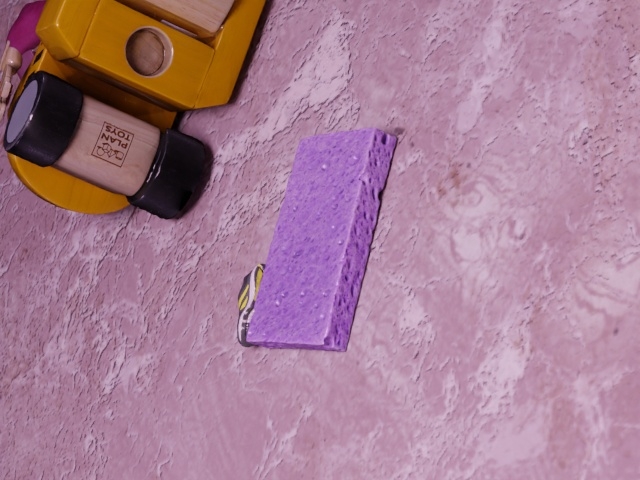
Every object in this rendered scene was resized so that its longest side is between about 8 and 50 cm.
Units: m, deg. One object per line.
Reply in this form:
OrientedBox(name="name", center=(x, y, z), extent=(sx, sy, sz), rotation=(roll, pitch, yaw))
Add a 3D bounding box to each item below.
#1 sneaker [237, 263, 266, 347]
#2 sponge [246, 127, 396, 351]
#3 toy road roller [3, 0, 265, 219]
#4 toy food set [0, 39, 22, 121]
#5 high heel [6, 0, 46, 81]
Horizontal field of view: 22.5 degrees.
OrientedBox(name="sneaker", center=(-0.064, 0.065, 1.539), extent=(0.035, 0.031, 0.083), rotation=(-28, 44, 58))
OrientedBox(name="sponge", center=(0.000, 0.000, 1.491), extent=(0.117, 0.031, 0.210), rotation=(-5, 66, 50))
OrientedBox(name="toy road roller", center=(-0.226, -0.190, 1.756), extent=(0.240, 0.202, 0.330), rotation=(10, 78, 65))
OrientedBox(name="toy food set", center=(-0.348, -0.169, 1.787), extent=(0.122, 0.019, 0.078), rotation=(-102, 32, -55))
OrientedBox(name="high heel", center=(-0.269, -0.308, 1.924), extent=(0.377, 0.127, 0.181), rotation=(-39, 53, 36))
